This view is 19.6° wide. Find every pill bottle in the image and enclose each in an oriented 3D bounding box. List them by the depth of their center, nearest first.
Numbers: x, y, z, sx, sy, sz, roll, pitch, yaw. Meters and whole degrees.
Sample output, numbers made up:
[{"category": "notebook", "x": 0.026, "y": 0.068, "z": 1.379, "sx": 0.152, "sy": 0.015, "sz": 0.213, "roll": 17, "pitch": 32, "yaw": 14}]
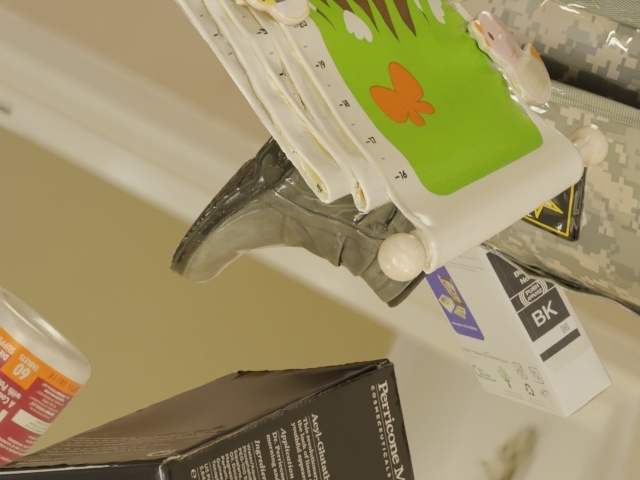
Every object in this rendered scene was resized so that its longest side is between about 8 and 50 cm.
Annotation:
[{"category": "pill bottle", "x": -0.295, "y": 0.150, "z": 1.474, "sx": 0.221, "sy": 0.121, "sz": 0.121, "roll": -50, "pitch": -174, "yaw": -2}]

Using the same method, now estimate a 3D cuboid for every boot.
[{"category": "boot", "x": 0.000, "y": 0.000, "z": 1.377, "sx": 0.246, "sy": 0.161, "sz": 0.083, "roll": -44, "pitch": -173, "yaw": 45}]

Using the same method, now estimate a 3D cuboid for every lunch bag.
[{"category": "lunch bag", "x": 0.175, "y": -0.105, "z": 1.069, "sx": 0.169, "sy": 0.235, "sz": 0.287, "roll": 5, "pitch": 107, "yaw": -59}]

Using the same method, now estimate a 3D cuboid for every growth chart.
[{"category": "growth chart", "x": 0.004, "y": -0.095, "z": 0.664, "sx": 0.021, "sy": 0.237, "sz": 0.172, "roll": -36, "pitch": -176, "yaw": 41}]

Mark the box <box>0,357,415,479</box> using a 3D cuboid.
[{"category": "box", "x": -0.028, "y": 0.201, "z": 0.819, "sx": 0.103, "sy": 0.261, "sz": 0.184, "roll": -7, "pitch": -174, "yaw": 35}]

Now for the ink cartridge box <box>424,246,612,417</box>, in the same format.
[{"category": "ink cartridge box", "x": 0.132, "y": -0.001, "z": 1.668, "sx": 0.065, "sy": 0.332, "sz": 0.165, "roll": -35, "pitch": -163, "yaw": -15}]
